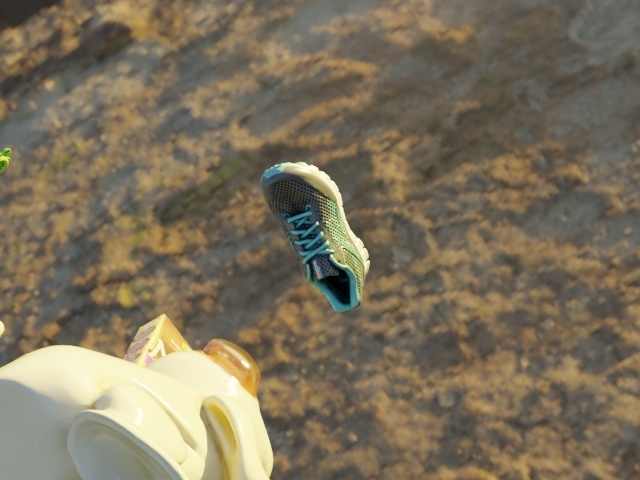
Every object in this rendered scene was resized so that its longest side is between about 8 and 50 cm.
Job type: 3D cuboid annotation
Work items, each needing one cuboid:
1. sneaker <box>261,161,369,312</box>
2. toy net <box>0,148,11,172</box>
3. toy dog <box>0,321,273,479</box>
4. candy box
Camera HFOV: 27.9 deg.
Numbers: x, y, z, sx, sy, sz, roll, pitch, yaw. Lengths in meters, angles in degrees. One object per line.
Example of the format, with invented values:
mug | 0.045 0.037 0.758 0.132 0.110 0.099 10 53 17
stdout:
sneaker | 0.000 0.000 1.177 0.065 0.166 0.076 -25 36 17
toy net | -0.511 -0.041 1.726 0.232 0.045 0.122 -55 -21 15
toy dog | -0.214 0.252 1.484 0.284 0.395 0.408 -59 -22 16
candy box | -0.226 0.195 1.780 0.053 0.109 0.187 -30 18 20
